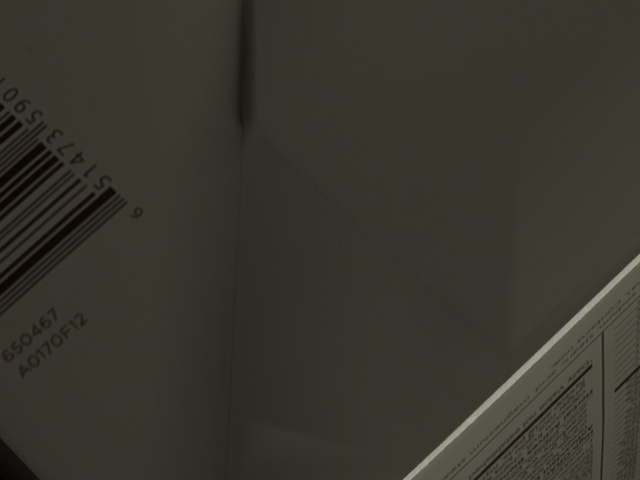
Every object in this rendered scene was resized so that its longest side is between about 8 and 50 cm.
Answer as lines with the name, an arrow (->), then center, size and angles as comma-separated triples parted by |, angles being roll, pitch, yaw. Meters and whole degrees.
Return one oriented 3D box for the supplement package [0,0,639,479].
supplement package -> 0.000, 0.000, 0.494 | 0.198, 0.199, 0.262 | -43, 158, -12
